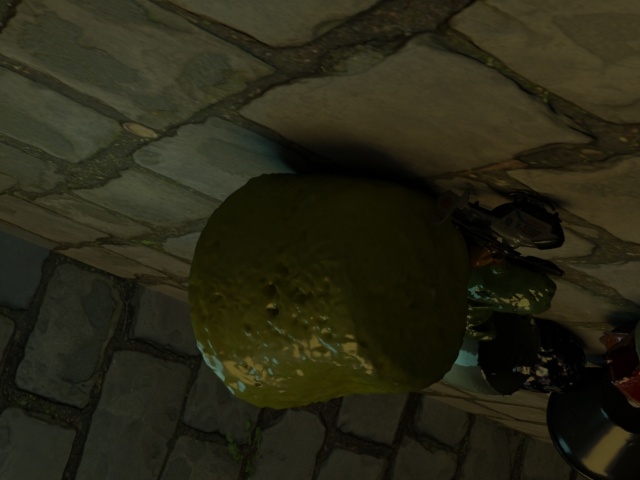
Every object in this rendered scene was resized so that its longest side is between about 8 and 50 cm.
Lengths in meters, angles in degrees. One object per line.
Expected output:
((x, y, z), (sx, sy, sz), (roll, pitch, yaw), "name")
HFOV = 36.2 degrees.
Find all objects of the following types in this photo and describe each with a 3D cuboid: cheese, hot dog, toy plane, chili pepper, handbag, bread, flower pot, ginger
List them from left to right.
((0.018, 0.069, 1.357), (0.307, 0.348, 0.348), (-2, 157, 44), "bread")
((0.201, 0.007, 1.455), (0.072, 0.055, 0.188), (-9, -171, -33), "hot dog")
((0.260, 0.103, 1.614), (0.137, 0.089, 0.290), (50, 137, 0), "ginger")
((0.234, -0.024, 1.247), (0.197, 0.078, 0.053), (25, 174, 29), "toy plane")
((0.421, 0.236, 1.963), (0.207, 0.127, 0.229), (11, 157, 33), "handbag")
((0.616, 0.352, 2.011), (0.268, 0.269, 0.166), (18, 144, 1), "flower pot")
((0.599, 0.205, 1.704), (0.286, 0.074, 0.189), (27, 166, -35), "cheese")
((0.568, 0.234, 1.569), (0.253, 0.144, 0.136), (46, 155, -25), "chili pepper")

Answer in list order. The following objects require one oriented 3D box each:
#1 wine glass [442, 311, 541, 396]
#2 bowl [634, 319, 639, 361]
((0.240, 0.183, 1.851), (0.190, 0.191, 0.357), (28, 163, -37), "wine glass")
((0.574, 0.182, 1.333), (0.277, 0.277, 0.145), (26, 126, -33), "bowl")
